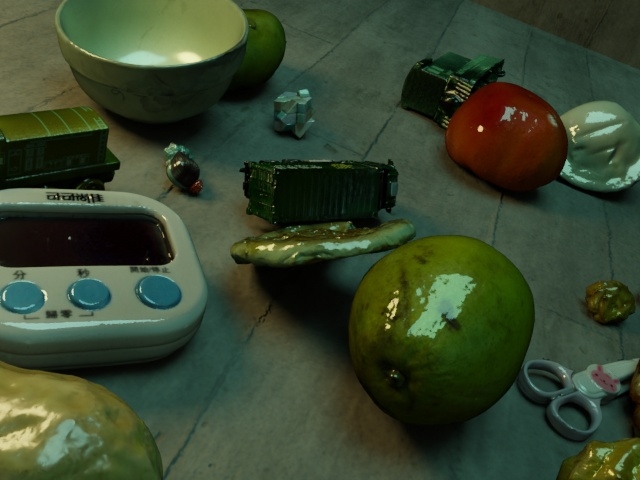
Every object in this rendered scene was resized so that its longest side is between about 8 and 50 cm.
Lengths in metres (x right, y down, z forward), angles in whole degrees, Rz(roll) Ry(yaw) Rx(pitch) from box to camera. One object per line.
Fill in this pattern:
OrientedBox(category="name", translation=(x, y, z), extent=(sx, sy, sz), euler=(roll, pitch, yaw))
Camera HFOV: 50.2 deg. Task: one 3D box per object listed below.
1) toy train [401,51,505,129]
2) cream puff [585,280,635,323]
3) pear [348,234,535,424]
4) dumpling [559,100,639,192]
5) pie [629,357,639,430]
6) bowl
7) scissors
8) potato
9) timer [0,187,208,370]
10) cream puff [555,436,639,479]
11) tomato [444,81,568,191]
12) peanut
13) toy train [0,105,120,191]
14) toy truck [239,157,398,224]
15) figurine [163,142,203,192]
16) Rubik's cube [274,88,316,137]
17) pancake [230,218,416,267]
OrientedBox(category="toy train", translation=(0.320, -0.368, 1.612), extent=(0.178, 0.139, 0.330), euler=(26, 33, 15))
OrientedBox(category="cream puff", translation=(0.470, 0.095, 1.103), extent=(0.083, 0.058, 0.083), euler=(23, 35, 0))
OrientedBox(category="pear", translation=(0.133, 0.100, 0.780), extent=(0.212, 0.213, 0.269), euler=(29, 27, 13))
OrientedBox(category="dumpling", translation=(0.622, -0.198, 1.543), extent=(0.175, 0.243, 0.227), euler=(40, 27, -57))
OrientedBox(category="pie", translation=(0.561, 0.236, 0.925), extent=(0.308, 0.086, 0.308), euler=(17, 33, -11))
OrientedBox(category="bowl", translation=(-0.279, -0.310, 1.151), extent=(0.306, 0.163, 0.307), euler=(7, 46, -7))
OrientedBox(category="scissors", translation=(0.380, 0.198, 0.935), extent=(0.242, 0.031, 0.118), euler=(-5, 44, -34))
OrientedBox(category="potato", translation=(-0.166, -0.388, 1.363), extent=(0.186, 0.149, 0.253), euler=(20, 33, -7))
OrientedBox(category="timer", translation=(-0.265, 0.039, 0.764), extent=(0.261, 0.087, 0.237), euler=(1, 39, -28))
OrientedBox(category="cream puff", translation=(0.308, 0.278, 0.692), extent=(0.146, 0.146, 0.116), euler=(14, 35, -10))
OrientedBox(category="tomato", translation=(0.381, -0.214, 1.385), extent=(0.259, 0.180, 0.260), euler=(17, 33, -11))
OrientedBox(category="peanut", translation=(-0.299, 0.138, 0.511), extent=(0.386, 0.192, 0.170), euler=(19, 26, -2))
OrientedBox(category="toy train", translation=(-0.361, -0.100, 0.862), extent=(0.225, 0.137, 0.090), euler=(-20, 51, -43))
OrientedBox(category="toy truck", translation=(0.009, -0.082, 1.051), extent=(0.258, 0.088, 0.121), euler=(-5, 15, -34))
OrientedBox(category="figurine", translation=(-0.212, -0.114, 1.050), extent=(0.060, 0.047, 0.106), euler=(44, 10, -36))
OrientedBox(category="Rubik's cube", translation=(-0.046, -0.236, 1.277), extent=(0.073, 0.075, 0.084), euler=(10, 47, 12))
OrientedBox(category="pancake", translation=(0.000, 0.000, 0.880), extent=(0.253, 0.037, 0.253), euler=(-7, 5, 1))
